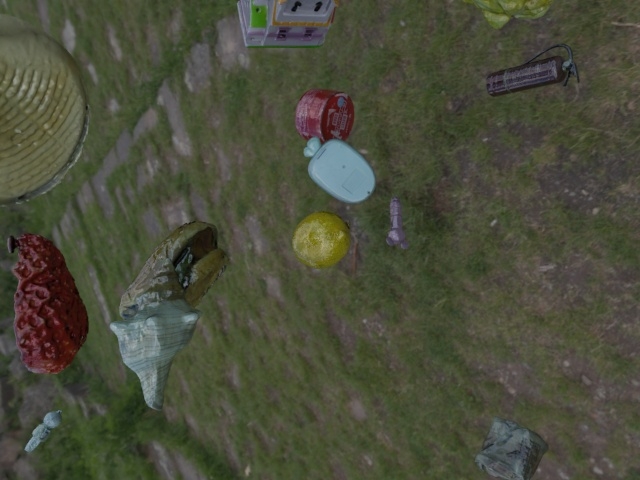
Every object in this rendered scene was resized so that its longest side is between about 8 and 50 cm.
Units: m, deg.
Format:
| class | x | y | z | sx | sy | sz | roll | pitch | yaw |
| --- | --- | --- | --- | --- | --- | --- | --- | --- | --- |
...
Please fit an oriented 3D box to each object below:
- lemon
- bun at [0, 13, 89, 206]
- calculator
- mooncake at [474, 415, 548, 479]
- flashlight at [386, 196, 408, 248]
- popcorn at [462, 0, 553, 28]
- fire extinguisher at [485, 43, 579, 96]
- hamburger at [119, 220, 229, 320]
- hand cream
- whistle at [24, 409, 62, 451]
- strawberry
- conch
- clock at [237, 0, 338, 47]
| class | x | y | z | sx | sy | sz | roll | pitch | yaw |
| --- | --- | --- | --- | --- | --- | --- | --- | --- | --- |
| lemon | 0.000 | 0.000 | 1.463 | 0.206 | 0.173 | 0.173 | -34 | 80 | 27 |
| bun | -0.648 | -0.256 | 0.915 | 0.202 | 0.364 | 0.364 | 29 | 133 | 20 |
| calculator | 0.065 | -0.255 | 1.684 | 0.295 | 0.184 | 0.042 | 39 | 180 | 1 |
| mooncake | 0.421 | 0.471 | 1.043 | 0.073 | 0.125 | 0.130 | 43 | 160 | -21 |
| flashlight | 0.150 | -0.035 | 0.947 | 0.031 | 0.052 | 0.110 | 139 | 138 | -56 |
| popcorn | 0.417 | -0.601 | 1.066 | 0.256 | 0.255 | 0.195 | 41 | 112 | 41 |
| fire extinguisher | 0.359 | -0.284 | 0.793 | 0.157 | 0.045 | 0.078 | 6 | 83 | 55 |
| hamburger | -0.316 | 0.085 | 1.046 | 0.134 | 0.285 | 0.265 | 38 | 177 | -4 |
| hand cream | 0.016 | -0.495 | 1.906 | 0.149 | 0.230 | 0.230 | 20 | 126 | 33 |
| whistle | -0.592 | 0.406 | 1.014 | 0.035 | 0.100 | 0.035 | 35 | 168 | 9 |
| strawberry | -0.353 | 0.079 | 0.619 | 0.121 | 0.082 | 0.188 | 149 | 114 | -64 |
| conch | -0.268 | 0.142 | 0.788 | 0.114 | 0.137 | 0.234 | -28 | 42 | 35 |
| clock | -0.060 | -0.629 | 1.168 | 0.309 | 0.235 | 0.166 | 149 | 110 | -68 |
